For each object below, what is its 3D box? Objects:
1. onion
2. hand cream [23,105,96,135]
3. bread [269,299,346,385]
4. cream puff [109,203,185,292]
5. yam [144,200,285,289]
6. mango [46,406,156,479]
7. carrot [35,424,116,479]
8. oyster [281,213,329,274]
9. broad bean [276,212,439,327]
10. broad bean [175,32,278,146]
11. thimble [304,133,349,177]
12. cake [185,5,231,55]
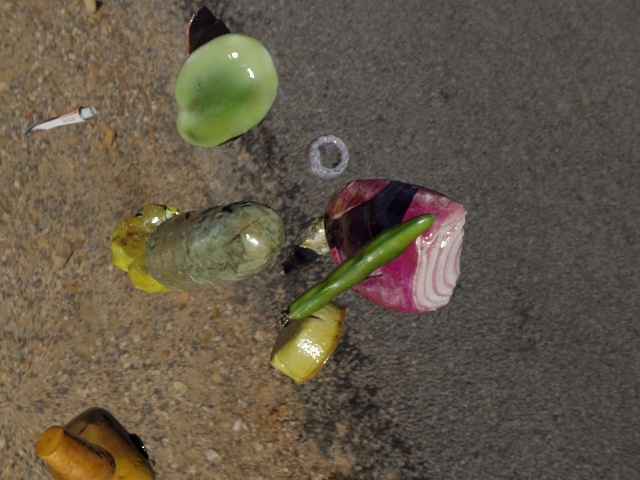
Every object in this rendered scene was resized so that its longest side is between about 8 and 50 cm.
[{"bbox_3d":[0.097,0.029,0.960,0.247,0.250,0.111,15,46,23],"label":"onion"},{"bbox_3d":[-0.662,-0.309,1.524,0.052,0.216,0.038,-40,120,-67],"label":"hand cream"},{"bbox_3d":[-0.029,0.280,1.728,0.148,0.270,0.270,34,64,-10],"label":"bread"},{"bbox_3d":[-0.451,0.031,1.698,0.281,0.185,0.282,6,58,-9],"label":"cream puff"},{"bbox_3d":[-0.158,0.005,0.898,0.133,0.330,0.133,5,81,-32],"label":"yam"},{"bbox_3d":[-0.518,0.538,1.421,0.287,0.201,0.152,31,18,16],"label":"mango"},{"bbox_3d":[-0.464,0.423,1.146,0.087,0.193,0.087,-7,55,10],"label":"carrot"},{"bbox_3d":[-0.001,-0.002,1.990,0.345,0.078,0.129,-40,81,10],"label":"oyster"},{"bbox_3d":[0.050,0.041,0.864,0.043,0.297,0.060,57,27,11],"label":"broad bean"},{"bbox_3d":[-0.164,-0.249,1.028,0.169,0.228,0.100,7,52,-18],"label":"broad bean"},{"bbox_3d":[0.021,-0.286,2.036,0.150,0.098,0.150,0,91,-13],"label":"thimble"},{"bbox_3d":[-0.259,-0.504,1.666,0.287,0.098,0.135,42,71,-17],"label":"cake"}]
